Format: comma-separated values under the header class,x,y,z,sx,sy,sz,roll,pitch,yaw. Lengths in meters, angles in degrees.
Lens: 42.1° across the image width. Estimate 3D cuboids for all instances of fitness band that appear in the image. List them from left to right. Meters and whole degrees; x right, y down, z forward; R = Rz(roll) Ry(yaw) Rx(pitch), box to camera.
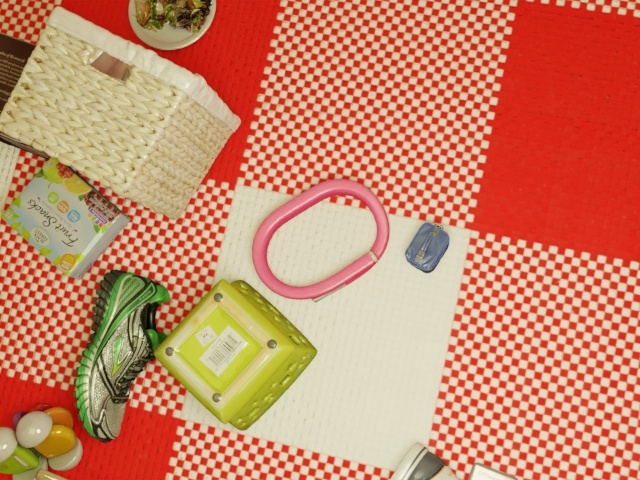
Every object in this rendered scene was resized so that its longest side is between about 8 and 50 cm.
class,x,y,z,sx,sy,sz,roll,pitch,yaw
fitness band,0.000,0.000,1.691,0.291,0.054,0.209,-31,78,1

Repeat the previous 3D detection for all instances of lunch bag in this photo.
class,x,y,z,sx,sy,sz,roll,pitch,yaw
lunch bag,0.215,0.012,1.653,0.067,0.065,0.098,30,86,11

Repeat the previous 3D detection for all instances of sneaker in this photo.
class,x,y,z,sx,sy,sz,roll,pitch,yaw
sneaker,-0.394,0.233,1.666,0.146,0.134,0.343,9,81,9
sneaker,0.141,0.543,1.544,0.127,0.126,0.321,33,85,17

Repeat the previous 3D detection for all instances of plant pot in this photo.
class,x,y,z,sx,sy,sz,roll,pitch,yaw
plant pot,-0.168,0.216,1.601,0.227,0.207,0.228,42,87,13

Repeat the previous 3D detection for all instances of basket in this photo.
class,x,y,z,sx,sy,sz,roll,pitch,yaw
basket,-0.388,-0.238,1.645,0.328,0.331,0.266,28,87,12

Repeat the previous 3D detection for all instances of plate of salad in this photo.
class,x,y,z,sx,sy,sz,roll,pitch,yaw
plate of salad,-0.329,-0.516,1.825,0.200,0.048,0.199,-1,80,8

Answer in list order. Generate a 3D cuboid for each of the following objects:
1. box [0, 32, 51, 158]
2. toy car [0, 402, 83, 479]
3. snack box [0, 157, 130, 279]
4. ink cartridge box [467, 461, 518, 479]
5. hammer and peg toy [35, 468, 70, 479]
class,x,y,z,sx,sy,sz,roll,pitch,yaw
box,-0.620,-0.299,1.767,0.167,0.168,0.203,20,84,11
toy car,-0.579,0.396,1.673,0.182,0.159,0.136,-26,44,3
snack box,-0.539,-0.047,1.765,0.207,0.070,0.174,40,87,13
ink cartridge box,0.312,0.491,1.567,0.089,0.052,0.122,19,83,11
hammer and peg toy,-0.505,0.619,1.584,0.266,0.127,0.361,36,58,-3
